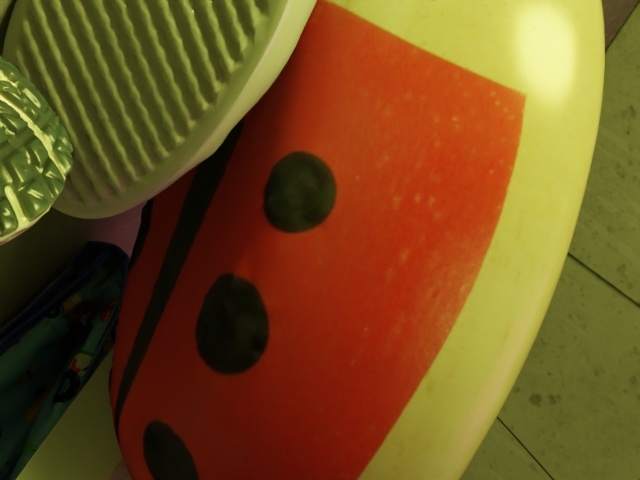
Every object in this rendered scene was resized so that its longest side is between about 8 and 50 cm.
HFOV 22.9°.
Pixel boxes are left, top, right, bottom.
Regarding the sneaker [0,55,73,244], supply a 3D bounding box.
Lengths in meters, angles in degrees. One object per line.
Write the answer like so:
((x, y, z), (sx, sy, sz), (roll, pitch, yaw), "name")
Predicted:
((-0.227, 0.005, 0.669), (0.283, 0.110, 0.122), (-38, 180, -44), "sneaker")

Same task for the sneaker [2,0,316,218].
((-0.025, -0.168, 0.795), (0.366, 0.135, 0.150), (-56, 165, 18), "sneaker")

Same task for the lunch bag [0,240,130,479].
((-0.198, 0.147, 1.128), (0.293, 0.138, 0.221), (-57, 167, -25), "lunch bag")

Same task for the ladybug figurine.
((0.000, 0.000, 0.904), (0.305, 0.161, 0.449), (34, -75, 61), "ladybug figurine")

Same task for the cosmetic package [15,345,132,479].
((-0.132, 0.145, 1.025), (0.239, 0.060, 0.099), (-58, 150, -52), "cosmetic package")
